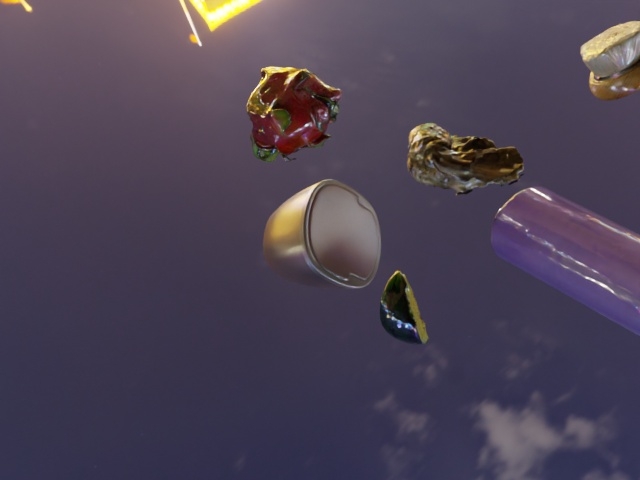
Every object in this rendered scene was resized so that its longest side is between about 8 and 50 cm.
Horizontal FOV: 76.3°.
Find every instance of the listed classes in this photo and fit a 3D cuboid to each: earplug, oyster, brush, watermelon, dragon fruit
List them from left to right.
[{"bbox_3d":[-0.064,-0.261,0.916,0.200,0.269,0.198,27,-125,7],"label":"dragon fruit"},{"bbox_3d":[0.265,0.234,1.268,0.123,0.301,0.129,1,-141,37],"label":"watermelon"},{"bbox_3d":[0.280,-0.186,0.843,0.166,0.094,0.294,-43,-143,-22],"label":"oyster"},{"bbox_3d":[0.618,0.048,0.913,0.215,0.215,0.456,-29,-147,-6],"label":"earplug"},{"bbox_3d":[0.875,-0.546,1.210,0.166,0.174,0.267,49,-140,-18],"label":"brush"}]

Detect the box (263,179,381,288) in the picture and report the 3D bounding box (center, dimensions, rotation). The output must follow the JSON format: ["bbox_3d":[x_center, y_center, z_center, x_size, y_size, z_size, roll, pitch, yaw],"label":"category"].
[{"bbox_3d":[0.000,0.000,1.130,0.301,0.216,0.301,12,-108,-40],"label":"box"}]
